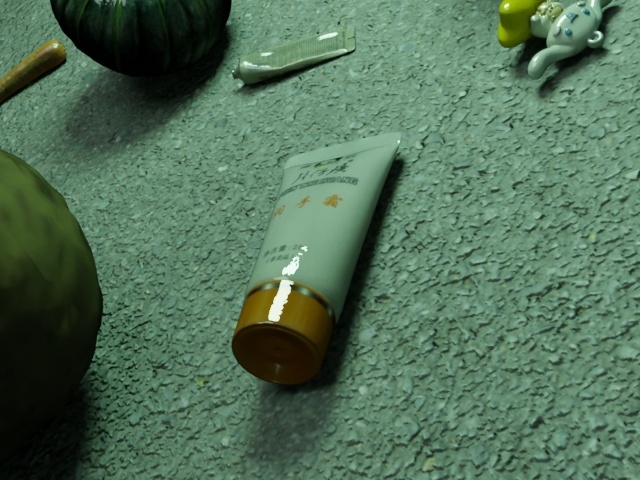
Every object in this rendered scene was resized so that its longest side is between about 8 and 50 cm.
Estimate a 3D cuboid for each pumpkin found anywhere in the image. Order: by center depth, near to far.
[{"bbox_3d":[-0.239,-0.319,1.533,0.250,0.216,0.250,5,37,-3],"label":"pumpkin"}]

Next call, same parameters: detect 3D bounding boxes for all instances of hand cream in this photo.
[{"bbox_3d":[0.000,0.000,1.129,0.139,0.089,0.314,-13,36,23],"label":"hand cream"},{"bbox_3d":[-0.034,-0.232,1.432,0.165,0.037,0.057,-14,42,13],"label":"hand cream"}]

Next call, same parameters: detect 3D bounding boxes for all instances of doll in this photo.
[{"bbox_3d":[0.243,-0.222,1.201,0.113,0.071,0.135,9,60,19],"label":"doll"}]

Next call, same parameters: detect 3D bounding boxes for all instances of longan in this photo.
[{"bbox_3d":[-0.409,0.075,1.115,0.391,0.391,0.391,-20,41,18],"label":"longan"}]

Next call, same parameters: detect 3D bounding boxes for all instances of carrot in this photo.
[{"bbox_3d":[-0.469,-0.243,1.752,0.190,0.037,0.037,-36,38,5],"label":"carrot"}]
